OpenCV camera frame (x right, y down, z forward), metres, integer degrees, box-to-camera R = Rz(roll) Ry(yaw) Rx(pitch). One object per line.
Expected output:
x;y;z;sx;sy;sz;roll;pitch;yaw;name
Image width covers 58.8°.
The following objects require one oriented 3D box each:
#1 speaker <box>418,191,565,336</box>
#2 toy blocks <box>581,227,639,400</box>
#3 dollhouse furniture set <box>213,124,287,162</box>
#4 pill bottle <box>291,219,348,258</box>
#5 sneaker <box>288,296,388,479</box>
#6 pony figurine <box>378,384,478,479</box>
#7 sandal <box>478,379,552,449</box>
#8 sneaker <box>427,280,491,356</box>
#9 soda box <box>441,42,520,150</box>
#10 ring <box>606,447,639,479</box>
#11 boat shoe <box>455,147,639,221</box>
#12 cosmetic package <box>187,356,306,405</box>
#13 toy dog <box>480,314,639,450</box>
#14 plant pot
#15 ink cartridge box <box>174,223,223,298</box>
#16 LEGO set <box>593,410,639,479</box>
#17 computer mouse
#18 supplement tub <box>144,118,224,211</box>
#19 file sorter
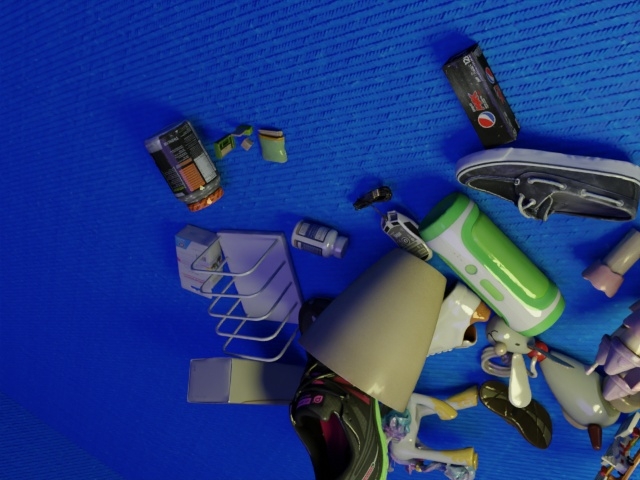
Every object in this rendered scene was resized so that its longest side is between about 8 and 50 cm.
0.328;0.046;1.094;0.296;0.131;0.131;44;132;-6;speaker
0.570;0.190;0.921;0.309;0.288;0.260;35;108;-1;toy blocks
-0.152;-0.202;1.228;0.151;0.058;0.076;11;128;22;dollhouse furniture set
0.000;0.000;1.285;0.120;0.067;0.067;18;130;17;pill bottle
0.030;0.348;1.311;0.185;0.483;0.202;-28;150;28;sneaker
0.204;0.501;1.429;0.363;0.303;0.351;2;104;22;pony figurine
0.448;0.399;1.318;0.219;0.090;0.060;33;162;-8;sandal
0.268;0.222;1.270;0.123;0.106;0.290;37;131;4;sneaker
0.274;-0.241;0.964;0.060;0.053;0.169;-20;111;39;soda box
0.609;0.429;1.089;0.032;0.336;0.337;35;135;28;ring
0.376;-0.084;0.970;0.301;0.102;0.108;9;162;19;boat shoe
-0.183;0.381;1.517;0.160;0.113;0.309;-11;160;37;cosmetic package
0.480;0.302;1.163;0.333;0.161;0.220;19;135;16;toy dog
0.135;0.164;1.169;0.256;0.274;0.256;34;175;3;plant pot
-0.320;0.057;1.509;0.104;0.061;0.181;18;129;17;ink cartridge box
0.591;0.388;1.116;0.060;0.182;0.244;34;157;22;LEGO set
0.163;-0.033;1.186;0.193;0.042;0.106;45;144;-8;computer mouse
-0.306;-0.170;1.300;0.117;0.117;0.190;-11;117;34;supplement tub
-0.176;0.136;1.413;0.193;0.173;0.278;2;123;27;file sorter
